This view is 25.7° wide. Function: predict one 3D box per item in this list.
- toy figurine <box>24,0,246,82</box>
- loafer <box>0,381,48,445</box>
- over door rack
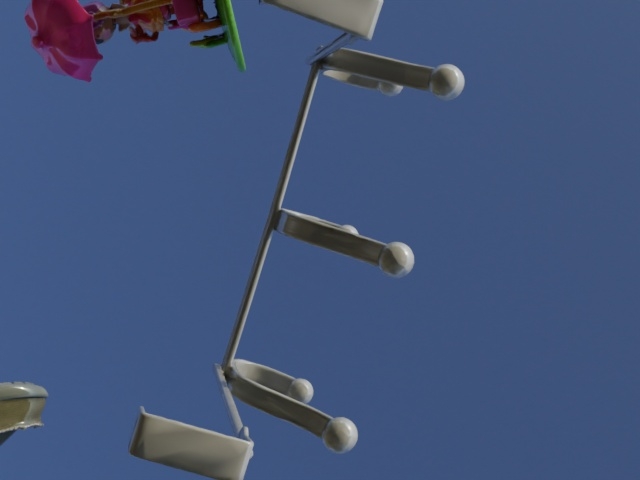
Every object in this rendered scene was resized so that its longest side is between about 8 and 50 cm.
[{"bbox_3d":[-0.149,-0.180,1.093,0.159,0.173,0.130,-13,-77,-1],"label":"toy figurine"},{"bbox_3d":[-0.327,0.185,1.107,0.251,0.094,0.087,-23,-92,-19],"label":"loafer"},{"bbox_3d":[0.000,0.000,0.785,0.108,0.324,0.240,16,-88,4],"label":"over door rack"}]
